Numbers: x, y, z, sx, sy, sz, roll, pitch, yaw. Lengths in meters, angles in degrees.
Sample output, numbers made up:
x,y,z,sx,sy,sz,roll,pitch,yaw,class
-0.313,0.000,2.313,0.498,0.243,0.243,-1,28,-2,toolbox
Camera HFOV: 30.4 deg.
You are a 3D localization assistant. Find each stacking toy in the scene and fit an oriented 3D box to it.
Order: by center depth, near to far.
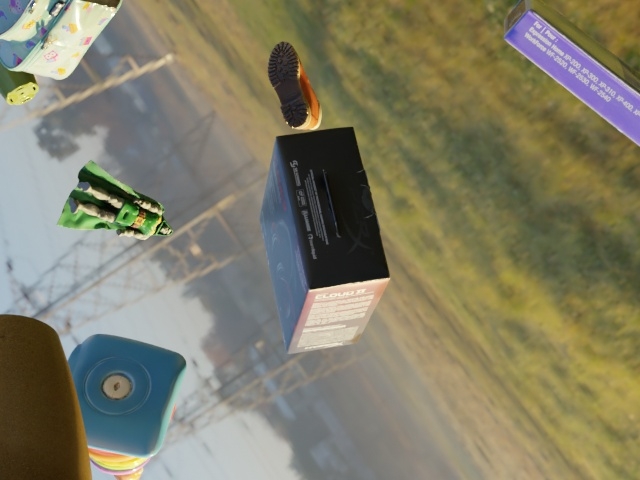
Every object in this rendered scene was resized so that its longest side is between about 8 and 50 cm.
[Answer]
x,y,z,sx,sy,sz,roll,pitch,yaw,class
-0.295,0.285,1.750,0.302,0.166,0.175,98,-174,-55,stacking toy

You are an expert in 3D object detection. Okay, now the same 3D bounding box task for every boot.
x,y,z,sx,sy,sz,roll,pitch,yaw,class
-0.042,-0.263,2.028,0.085,0.059,0.157,3,-109,-64,boot

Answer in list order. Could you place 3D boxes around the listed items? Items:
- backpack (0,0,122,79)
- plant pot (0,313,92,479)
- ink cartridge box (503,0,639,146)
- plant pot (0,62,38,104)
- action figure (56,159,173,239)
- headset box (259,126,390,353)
x,y,z,sx,sy,sz,roll,pitch,yaw,class
-0.351,-0.301,1.476,0.144,0.188,0.166,-4,-126,-41,backpack
-0.374,0.225,1.384,0.237,0.237,0.254,60,-157,-54,plant pot
0.254,-0.138,1.046,0.206,0.045,0.208,37,-162,-2,ink cartridge box
-0.453,-0.244,1.725,0.079,0.083,0.083,58,178,16,plant pot
-0.370,-0.052,2.229,0.232,0.137,0.063,21,-166,-46,action figure
0.000,0.000,1.560,0.293,0.110,0.218,110,150,-67,headset box
